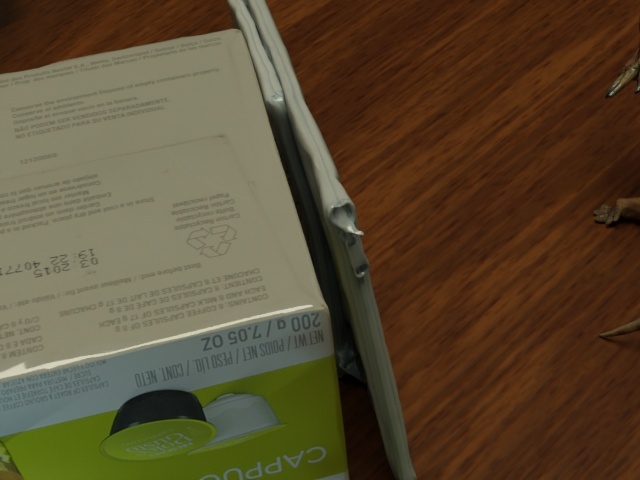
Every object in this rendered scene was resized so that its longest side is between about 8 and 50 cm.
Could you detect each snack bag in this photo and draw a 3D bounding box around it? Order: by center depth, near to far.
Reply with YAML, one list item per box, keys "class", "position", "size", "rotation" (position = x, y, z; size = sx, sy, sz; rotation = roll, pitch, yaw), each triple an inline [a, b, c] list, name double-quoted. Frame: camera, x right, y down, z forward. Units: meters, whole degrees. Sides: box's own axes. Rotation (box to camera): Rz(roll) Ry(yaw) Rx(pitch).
- class: "snack bag"
  position: [0.000, 0.000, 1.199]
  size: [0.037, 0.323, 0.342]
  rotation: [-17, 40, -4]

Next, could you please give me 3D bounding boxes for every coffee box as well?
- class: "coffee box"
  position: [-0.175, 0.095, 1.101]
  size: [0.338, 0.334, 0.338]
  rotation: [-12, 41, -7]

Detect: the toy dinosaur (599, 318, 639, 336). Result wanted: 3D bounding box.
- class: "toy dinosaur"
  position: [0.358, 0.052, 1.262]
  size: [0.212, 0.112, 0.064]
  rotation: [-2, 35, -5]

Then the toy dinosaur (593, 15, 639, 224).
- class: "toy dinosaur"
  position: [0.358, -0.081, 1.336]
  size: [0.127, 0.200, 0.296]
  rotation: [-28, 44, -23]
